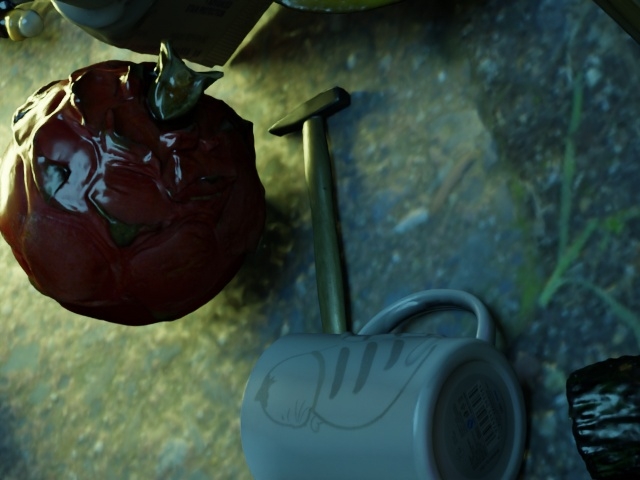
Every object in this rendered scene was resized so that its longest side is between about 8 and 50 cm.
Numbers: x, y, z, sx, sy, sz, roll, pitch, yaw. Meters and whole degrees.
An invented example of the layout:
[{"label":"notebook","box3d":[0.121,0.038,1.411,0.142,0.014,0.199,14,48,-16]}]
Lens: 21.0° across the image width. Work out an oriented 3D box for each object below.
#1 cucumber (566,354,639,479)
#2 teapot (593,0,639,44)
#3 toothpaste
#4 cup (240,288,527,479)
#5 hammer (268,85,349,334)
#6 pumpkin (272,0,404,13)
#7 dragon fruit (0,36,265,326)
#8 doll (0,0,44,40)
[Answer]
[{"label":"cucumber","box3d":[0.251,0.062,0.788,0.293,0.067,0.067,-15,64,34]},{"label":"teapot","box3d":[0.303,-0.173,0.704,0.362,0.305,0.376,-46,77,10]},{"label":"toothpaste","box3d":[-0.096,-0.155,1.051,0.099,0.282,0.068,-15,84,24]},{"label":"cup","box3d":[0.037,0.083,0.950,0.133,0.099,0.136,-2,74,43]},{"label":"hammer","box3d":[0.000,0.000,1.076,0.062,0.013,0.199,-25,58,34]},{"label":"pumpkin","box3d":[0.092,-0.263,1.042,0.148,0.169,0.312,39,114,6]},{"label":"dragon fruit","box3d":[-0.118,-0.029,1.091,0.209,0.172,0.172,136,138,-61]},{"label":"doll","box3d":[-0.312,-0.207,1.380,0.316,0.103,0.145,-9,92,30]}]
